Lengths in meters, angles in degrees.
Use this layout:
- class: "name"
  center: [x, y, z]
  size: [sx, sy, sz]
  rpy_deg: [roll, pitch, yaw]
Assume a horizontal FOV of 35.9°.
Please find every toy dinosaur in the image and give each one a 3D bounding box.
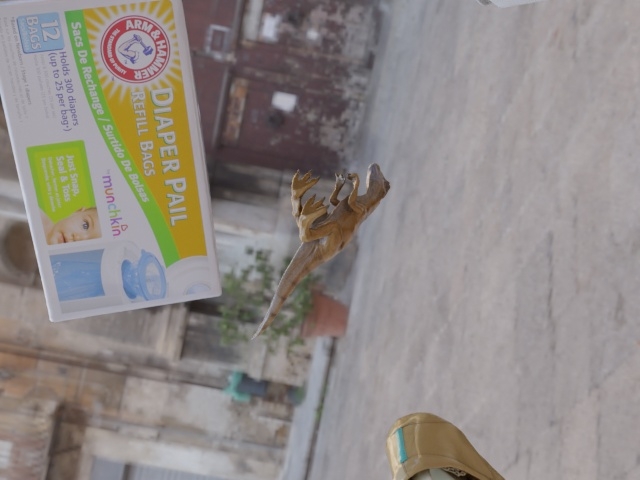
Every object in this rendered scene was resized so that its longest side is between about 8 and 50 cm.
- class: "toy dinosaur"
  center: [0.000, 0.000, 0.945]
  size: [0.211, 0.064, 0.112]
  rpy_deg: [-47, -44, -15]

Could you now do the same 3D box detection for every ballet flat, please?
- class: "ballet flat"
  center: [0.135, 0.224, 0.745]
  size: [0.080, 0.232, 0.073]
  rpy_deg: [-46, 12, 21]

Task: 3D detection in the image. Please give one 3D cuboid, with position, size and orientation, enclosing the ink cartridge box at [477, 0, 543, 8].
- class: "ink cartridge box"
  center: [0.267, -0.343, 0.865]
  size: [0.279, 0.384, 0.160]
  rpy_deg: [11, -100, -54]

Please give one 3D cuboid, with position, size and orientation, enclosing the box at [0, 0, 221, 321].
- class: "box"
  center: [-0.133, -0.067, 0.628]
  size: [0.103, 0.114, 0.203]
  rpy_deg: [-114, 17, -63]
